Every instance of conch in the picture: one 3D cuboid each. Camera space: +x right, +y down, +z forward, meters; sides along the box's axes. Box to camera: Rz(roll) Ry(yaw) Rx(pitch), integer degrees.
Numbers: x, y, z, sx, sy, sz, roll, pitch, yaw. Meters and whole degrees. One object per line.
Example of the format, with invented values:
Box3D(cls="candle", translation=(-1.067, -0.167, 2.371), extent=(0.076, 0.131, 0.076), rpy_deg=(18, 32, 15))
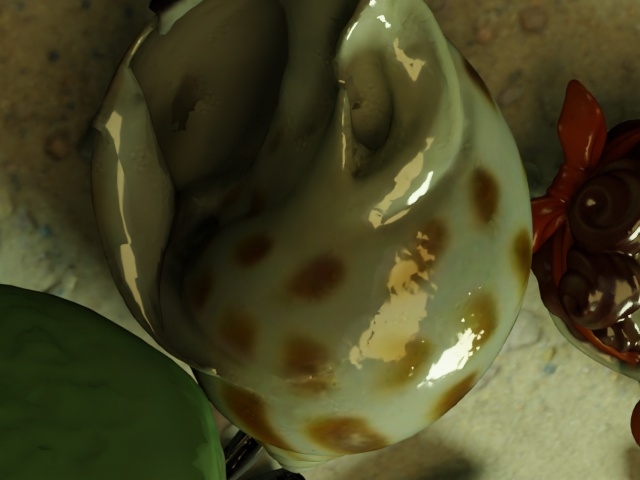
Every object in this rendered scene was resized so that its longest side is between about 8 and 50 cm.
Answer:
Box3D(cls="conch", translation=(0.000, 0.000, 0.802), extent=(0.183, 0.149, 0.274), rpy_deg=(11, 110, 7))

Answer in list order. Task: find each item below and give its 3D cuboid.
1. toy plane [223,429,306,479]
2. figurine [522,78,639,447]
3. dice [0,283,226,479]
Box3D(cls="toy plane", translation=(-0.064, 0.176, 0.953), extent=(0.078, 0.053, 0.197), rpy_deg=(37, 101, -26))
Box3D(cls="figurine", translation=(0.187, 0.012, 0.897), extent=(0.226, 0.160, 0.183), rpy_deg=(33, 103, -26))
Box3D(cls="dice", translation=(-0.197, 0.219, 0.715), extent=(0.322, 0.318, 0.330), rpy_deg=(2, 121, -5))
